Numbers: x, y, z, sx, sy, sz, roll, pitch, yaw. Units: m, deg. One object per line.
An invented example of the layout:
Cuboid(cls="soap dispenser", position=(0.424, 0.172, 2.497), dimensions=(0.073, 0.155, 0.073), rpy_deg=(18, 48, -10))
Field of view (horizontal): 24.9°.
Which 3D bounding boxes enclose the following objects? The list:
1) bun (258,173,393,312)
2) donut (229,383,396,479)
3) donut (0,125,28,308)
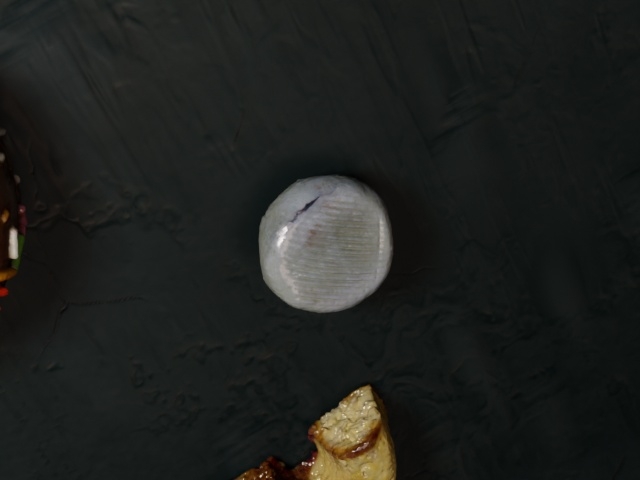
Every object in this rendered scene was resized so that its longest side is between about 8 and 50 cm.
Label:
Cuboid(cls="bun", position=(0.000, 0.000, 1.394), dimensions=(0.141, 0.083, 0.140), rpy_deg=(-10, 112, -24))
Cuboid(cls="donut", position=(0.004, 0.264, 1.537), dimensions=(0.217, 0.085, 0.141), rpy_deg=(-39, 124, -1))
Cuboid(cls="donut", position=(-0.376, -0.026, 1.196), dimensions=(0.259, 0.136, 0.345), rpy_deg=(-27, 125, -3))
